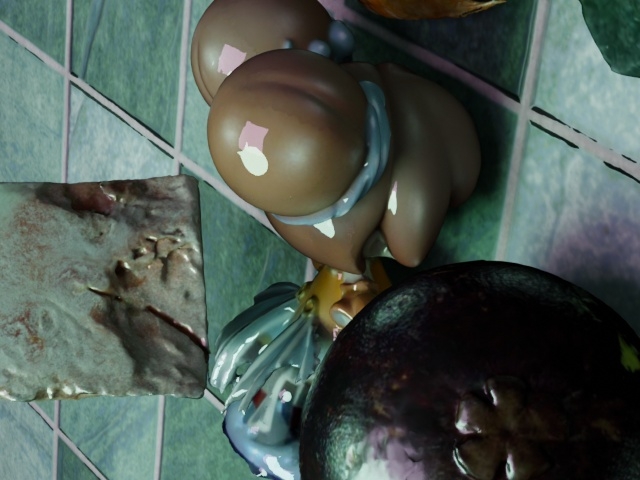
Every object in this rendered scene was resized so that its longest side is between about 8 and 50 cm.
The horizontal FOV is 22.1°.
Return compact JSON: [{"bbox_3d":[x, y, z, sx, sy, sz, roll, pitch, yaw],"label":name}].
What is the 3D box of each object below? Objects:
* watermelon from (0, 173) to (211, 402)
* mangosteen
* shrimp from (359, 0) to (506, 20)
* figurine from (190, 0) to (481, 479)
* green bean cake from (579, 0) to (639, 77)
[{"bbox_3d":[-0.181,0.065,1.320,0.231,0.310,0.193,-27,59,42],"label":"watermelon"},{"bbox_3d":[0.120,0.153,1.214,0.288,0.288,0.288,24,120,50],"label":"mangosteen"},{"bbox_3d":[0.087,-0.240,1.307,0.248,0.068,0.150,34,123,51],"label":"shrimp"},{"bbox_3d":[0.001,-0.001,1.374,0.277,0.248,0.388,-112,28,-58],"label":"figurine"},{"bbox_3d":[0.229,-0.284,0.935,0.308,0.169,0.300,63,157,10],"label":"green bean cake"}]
